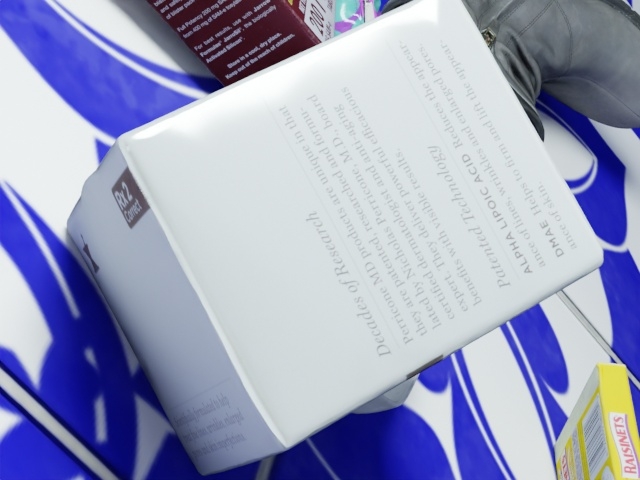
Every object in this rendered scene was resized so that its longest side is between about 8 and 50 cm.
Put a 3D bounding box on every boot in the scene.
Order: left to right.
[{"bbox_3d":[0.178,-0.145,1.206,0.338,0.118,0.223,31,42,-22],"label":"boot"}]

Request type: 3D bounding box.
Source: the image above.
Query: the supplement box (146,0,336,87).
[{"bbox_3d":[-0.087,-0.208,0.858,0.239,0.073,0.130,46,27,-29],"label":"supplement box"}]

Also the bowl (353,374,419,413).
[{"bbox_3d":[0.002,0.026,0.824,0.142,0.053,0.142,51,32,-15],"label":"bowl"}]

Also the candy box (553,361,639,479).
[{"bbox_3d":[0.188,0.192,0.913,0.027,0.105,0.206,5,48,-6],"label":"candy box"}]

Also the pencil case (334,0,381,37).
[{"bbox_3d":[0.034,-0.104,0.969,0.064,0.070,0.152,-10,71,-32],"label":"pencil case"}]

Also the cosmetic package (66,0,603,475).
[{"bbox_3d":[0.000,0.000,0.673,0.183,0.151,0.151,-28,86,-22],"label":"cosmetic package"}]
